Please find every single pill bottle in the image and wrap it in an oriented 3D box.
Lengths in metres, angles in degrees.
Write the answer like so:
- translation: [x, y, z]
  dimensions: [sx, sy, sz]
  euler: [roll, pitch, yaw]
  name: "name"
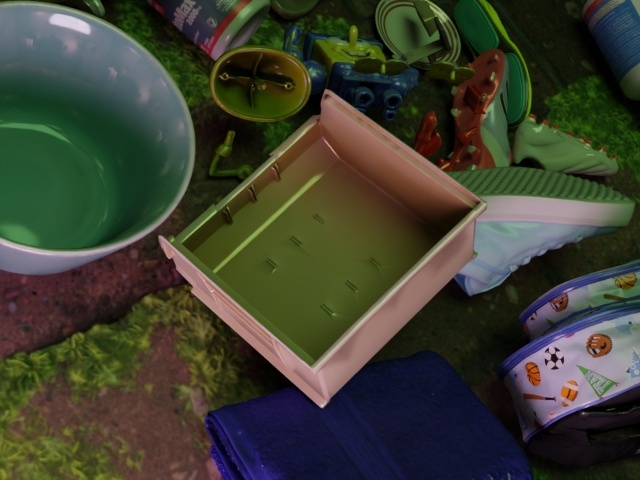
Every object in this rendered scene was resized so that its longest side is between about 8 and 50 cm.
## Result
- translation: [0.510, -0.297, 1.790]
  dimensions: [0.124, 0.124, 0.221]
  euler: [-9, 67, -30]
  name: "pill bottle"
- translation: [-0.164, -0.328, 1.484]
  dimensions: [0.180, 0.108, 0.108]
  euler: [41, 52, 2]
  name: "pill bottle"

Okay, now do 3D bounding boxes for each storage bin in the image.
- translation: [0.000, 0.000, 1.274]
  dimensions: [0.260, 0.123, 0.262]
  euler: [39, 72, 24]
  name: "storage bin"

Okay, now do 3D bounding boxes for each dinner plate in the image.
- translation: [0.141, -0.304, 1.679]
  dimensions: [0.141, 0.017, 0.141]
  euler: [12, 58, -19]
  name: "dinner plate"

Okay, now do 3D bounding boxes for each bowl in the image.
- translation: [-0.307, -0.086, 1.235]
  dimensions: [0.312, 0.163, 0.311]
  euler: [13, 56, -20]
  name: "bowl"

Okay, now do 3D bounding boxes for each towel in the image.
- translation: [0.053, 0.239, 1.242]
  dimensions: [0.308, 0.076, 0.227]
  euler: [-13, 44, -29]
  name: "towel"

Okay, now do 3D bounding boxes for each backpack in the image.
- translation: [0.351, 0.144, 1.374]
  dimensions: [0.263, 0.276, 0.213]
  euler: [-17, 65, -26]
  name: "backpack"

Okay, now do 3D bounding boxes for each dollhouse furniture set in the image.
- translation: [0.138, -0.283, 1.649]
  dimensions: [0.081, 0.091, 0.114]
  euler: [-24, 42, 5]
  name: "dollhouse furniture set"

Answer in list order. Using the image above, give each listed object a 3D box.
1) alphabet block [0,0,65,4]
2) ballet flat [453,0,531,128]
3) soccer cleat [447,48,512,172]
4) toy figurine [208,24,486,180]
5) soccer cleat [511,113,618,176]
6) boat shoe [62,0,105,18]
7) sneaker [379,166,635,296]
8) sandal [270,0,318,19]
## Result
- translation: [-0.341, -0.411, 1.367]
  dimensions: [0.197, 0.193, 0.192]
  euler: [-20, 64, -24]
  name: "alphabet block"
- translation: [0.268, -0.263, 1.687]
  dimensions: [0.077, 0.077, 0.231]
  euler: [12, 52, -51]
  name: "ballet flat"
- translation: [0.232, -0.155, 1.596]
  dimensions: [0.095, 0.083, 0.248]
  euler: [37, 52, -36]
  name: "soccer cleat"
- translation: [0.009, -0.195, 1.507]
  dimensions: [0.363, 0.191, 0.217]
  euler: [1, 31, -18]
  name: "toy figurine"
- translation: [0.350, -0.121, 1.651]
  dimensions: [0.196, 0.076, 0.068]
  euler: [18, 14, -33]
  name: "soccer cleat"
- translation: [-0.318, -0.312, 1.446]
  dimensions: [0.100, 0.035, 0.035]
  euler: [43, 61, 6]
  name: "boat shoe"
- translation: [0.227, -0.007, 1.477]
  dimensions: [0.366, 0.150, 0.135]
  euler: [-1, 23, -15]
  name: "sneaker"
- translation: [-0.008, -0.371, 1.624]
  dimensions: [0.180, 0.049, 0.072]
  euler: [-32, 79, -36]
  name: "sandal"
